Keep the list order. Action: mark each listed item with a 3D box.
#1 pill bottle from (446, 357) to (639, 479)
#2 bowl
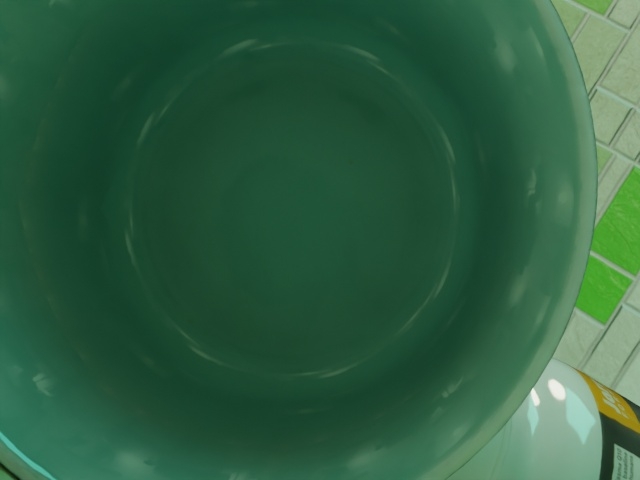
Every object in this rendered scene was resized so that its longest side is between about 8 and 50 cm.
[{"bbox_3d":[0.142,0.162,0.687,0.278,0.162,0.162,30,4,-23],"label":"pill bottle"},{"bbox_3d":[-0.027,-0.020,0.578,0.311,0.311,0.163,32,3,12],"label":"bowl"}]
